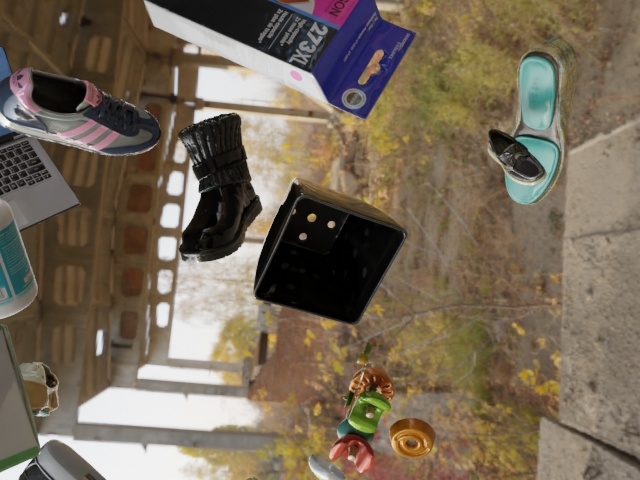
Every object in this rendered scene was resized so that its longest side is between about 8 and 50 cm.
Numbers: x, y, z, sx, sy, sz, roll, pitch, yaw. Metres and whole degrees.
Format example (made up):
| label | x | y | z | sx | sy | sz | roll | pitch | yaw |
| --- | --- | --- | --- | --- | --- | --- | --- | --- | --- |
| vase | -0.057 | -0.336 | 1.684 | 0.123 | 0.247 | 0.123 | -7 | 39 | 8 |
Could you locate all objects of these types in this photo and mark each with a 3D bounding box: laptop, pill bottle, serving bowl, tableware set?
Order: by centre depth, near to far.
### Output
| label | x | y | z | sx | sy | sz | roll | pitch | yaw |
| --- | --- | --- | --- | --- | --- | --- | --- | --- | --- |
| pill bottle | -0.656 | 0.013 | 1.122 | 0.146 | 0.146 | 0.264 | -89 | -2 | -60 |
| serving bowl | 0.009 | 0.466 | 1.171 | 0.027 | 0.083 | 0.083 | -58 | -1 | -7 |
| tableware set | 0.073 | 0.282 | 1.190 | 0.104 | 0.024 | 0.154 | -60 | -14 | -55 |
| laptop | -0.899 | -0.222 | 1.503 | 0.408 | 0.382 | 0.236 | 55 | 147 | 3 |

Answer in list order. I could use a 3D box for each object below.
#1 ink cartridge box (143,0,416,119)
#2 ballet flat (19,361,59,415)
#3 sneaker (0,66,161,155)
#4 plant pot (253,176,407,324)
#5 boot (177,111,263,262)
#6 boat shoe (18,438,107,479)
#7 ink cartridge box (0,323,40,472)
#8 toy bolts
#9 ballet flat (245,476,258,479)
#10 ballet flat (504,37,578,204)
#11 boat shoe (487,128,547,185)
| label | x | y | z | sx | sy | sz | roll | pitch | yaw |
| --- | --- | --- | --- | --- | --- | --- | --- | --- | --- |
| ink cartridge box | -0.057 | -0.330 | 0.860 | 0.176 | 0.371 | 0.069 | -60 | -10 | -17 |
| ballet flat | -0.402 | 0.199 | 0.788 | 0.232 | 0.080 | 0.073 | 138 | 141 | -66 |
| sneaker | -0.415 | -0.233 | 1.063 | 0.131 | 0.319 | 0.112 | -20 | 76 | 40 |
| plant pot | 0.000 | 0.000 | 0.956 | 0.188 | 0.187 | 0.167 | -64 | 22 | 21 |
| boot | -0.248 | -0.128 | 1.307 | 0.348 | 0.131 | 0.260 | -70 | -28 | -60 |
| boat shoe | -0.399 | 0.486 | 1.000 | 0.105 | 0.306 | 0.113 | -50 | -7 | -6 |
| ink cartridge box | -0.407 | 0.183 | 0.468 | 0.211 | 0.289 | 0.122 | -10 | -104 | -57 |
| toy bolts | 0.136 | 0.409 | 1.334 | 0.228 | 0.218 | 0.158 | -58 | 7 | 29 |
| ballet flat | -0.150 | 0.418 | 0.862 | 0.173 | 0.049 | 0.057 | -52 | 1 | 7 |
| ballet flat | 0.442 | -0.229 | 1.147 | 0.123 | 0.123 | 0.349 | -88 | -10 | -49 |
| boat shoe | 0.348 | -0.153 | 1.054 | 0.049 | 0.056 | 0.152 | 48 | -175 | -42 |
